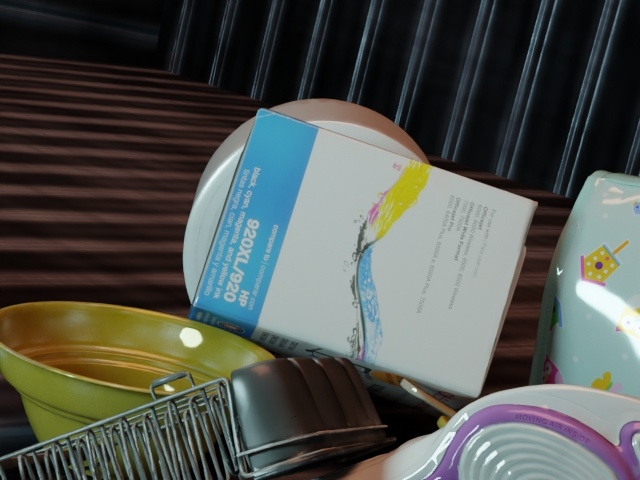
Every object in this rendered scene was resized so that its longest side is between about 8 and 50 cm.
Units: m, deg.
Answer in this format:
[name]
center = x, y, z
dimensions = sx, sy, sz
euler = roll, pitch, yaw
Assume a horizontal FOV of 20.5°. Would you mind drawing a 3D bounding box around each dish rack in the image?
[dish rack]
center = -0.107, 0.134, 1.074
dimensions = 0.271, 0.074, 0.208
euler = -19, -10, 14

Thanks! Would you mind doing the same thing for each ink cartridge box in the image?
[ink cartridge box]
center = 0.028, 0.024, 1.420
dimensions = 0.233, 0.168, 0.171
euler = 18, -13, -4

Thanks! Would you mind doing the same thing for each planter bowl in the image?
[planter bowl]
center = -0.141, 0.116, 1.272
dimensions = 0.217, 0.090, 0.217
euler = 11, 11, -2

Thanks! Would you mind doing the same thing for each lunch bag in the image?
[lunch bag]
center = 0.294, 0.085, 1.415
dimensions = 0.223, 0.262, 0.160
euler = 17, 12, 31

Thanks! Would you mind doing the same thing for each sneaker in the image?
[sneaker]
center = 0.083, 0.152, 1.033
dimensions = 0.305, 0.114, 0.152
euler = -16, -6, 16

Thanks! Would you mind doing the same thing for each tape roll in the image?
[tape roll]
center = 0.000, 0.000, 1.611
dimensions = 0.246, 0.246, 0.169
euler = 10, 10, -3

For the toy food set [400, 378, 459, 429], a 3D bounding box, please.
[toy food set]
center = 0.124, 0.189, 1.259
dimensions = 0.128, 0.071, 0.218
euler = 32, 3, -26
